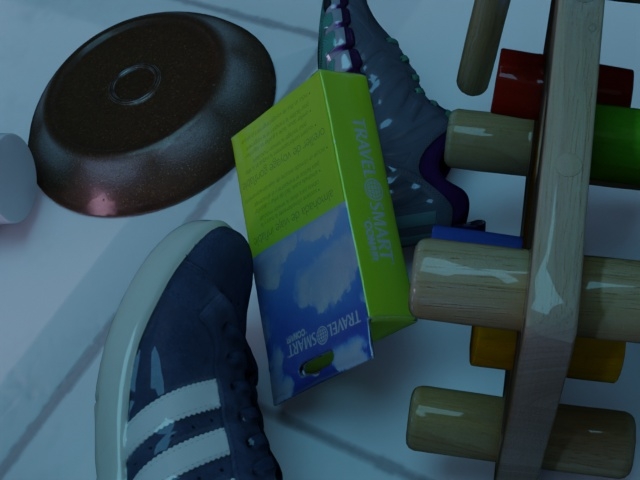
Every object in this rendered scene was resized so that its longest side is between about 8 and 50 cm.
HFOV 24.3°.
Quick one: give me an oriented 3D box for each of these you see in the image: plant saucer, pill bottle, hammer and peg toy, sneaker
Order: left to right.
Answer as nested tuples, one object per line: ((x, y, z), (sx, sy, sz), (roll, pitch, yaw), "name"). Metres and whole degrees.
((-0.287, -0.041, 1.073), (0.152, 0.086, 0.086), (-2, 53, 20), "pill bottle")
((-0.132, -0.106, 1.099), (0.199, 0.036, 0.198), (-10, 50, 12), "plant saucer")
((-0.048, 0.147, 0.815), (0.148, 0.131, 0.350), (0, 61, 17), "sneaker")
((0.051, -0.083, 0.999), (0.098, 0.083, 0.223), (-3, 57, -4), "sneaker")
((0.129, -0.060, 0.799), (0.127, 0.266, 0.361), (7, 63, 6), "hammer and peg toy")

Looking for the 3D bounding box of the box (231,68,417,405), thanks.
((0.000, 0.000, 0.895), (0.109, 0.042, 0.178), (-32, 62, 49), "box")
